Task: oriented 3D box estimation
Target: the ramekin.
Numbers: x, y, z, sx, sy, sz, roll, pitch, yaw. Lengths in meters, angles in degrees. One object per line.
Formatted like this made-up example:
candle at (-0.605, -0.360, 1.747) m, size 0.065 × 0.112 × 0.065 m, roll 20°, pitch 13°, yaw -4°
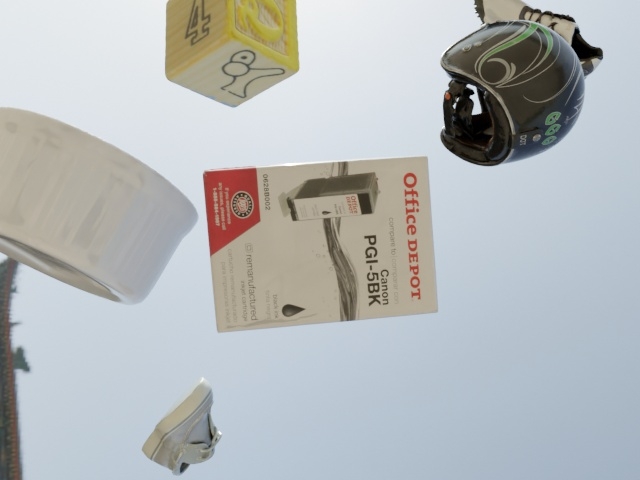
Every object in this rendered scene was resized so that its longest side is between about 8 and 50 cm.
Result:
ramekin at (-0.303, -0.029, 0.896) m, size 0.277 × 0.277 × 0.135 m, roll 12°, pitch -110°, yaw 35°

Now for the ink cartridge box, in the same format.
ink cartridge box at (0.000, 0.000, 0.457) m, size 0.135 × 0.056 × 0.099 m, roll -5°, pitch -87°, yaw -5°

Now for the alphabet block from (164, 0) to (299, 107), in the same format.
alphabet block at (-0.176, -0.406, 1.464) m, size 0.197 × 0.192 × 0.193 m, roll -19°, pitch -112°, yaw 38°

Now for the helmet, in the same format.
helmet at (0.224, -0.177, 0.864) m, size 0.162 × 0.169 × 0.169 m, roll -35°, pitch -127°, yaw -25°

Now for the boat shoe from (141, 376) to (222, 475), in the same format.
boat shoe at (-0.167, 0.248, 0.953) m, size 0.081 × 0.079 × 0.227 m, roll 39°, pitch -38°, yaw 2°

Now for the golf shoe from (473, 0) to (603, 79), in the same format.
golf shoe at (0.306, -0.295, 1.020) m, size 0.077 × 0.198 × 0.094 m, roll -63°, pitch -165°, yaw -21°
